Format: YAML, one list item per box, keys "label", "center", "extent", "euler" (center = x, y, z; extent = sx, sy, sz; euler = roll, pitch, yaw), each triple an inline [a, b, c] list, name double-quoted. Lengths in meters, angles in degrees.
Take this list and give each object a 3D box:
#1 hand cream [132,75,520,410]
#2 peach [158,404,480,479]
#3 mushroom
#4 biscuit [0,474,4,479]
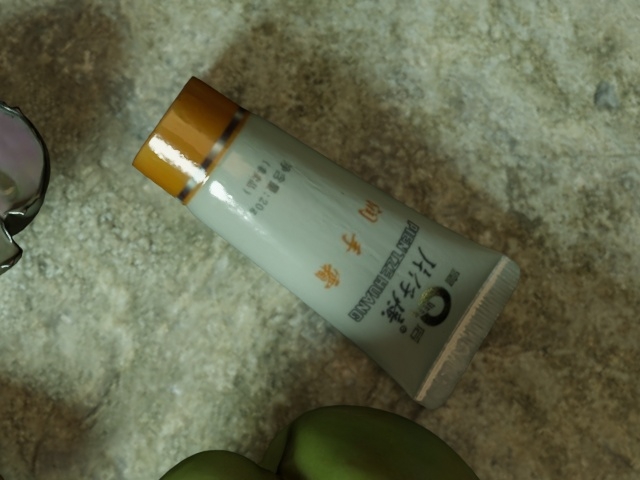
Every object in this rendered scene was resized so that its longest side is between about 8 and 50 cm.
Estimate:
- label: "hand cream"
  center: [0.000, 0.000, 1.010]
  extent: [0.314, 0.089, 0.140]
  euler: [32, 81, -10]
- label: "peach"
  center: [0.004, 0.263, 0.888]
  extent: [0.292, 0.247, 0.292]
  euler: [8, 73, -28]
- label: "mushroom"
  center: [-0.283, -0.025, 0.947]
  extent: [0.188, 0.117, 0.141]
  euler: [-27, 89, -4]
- label: "biscuit"
  center: [-0.352, 0.200, 0.878]
  extent: [0.273, 0.049, 0.257]
  euler: [30, 47, 17]
